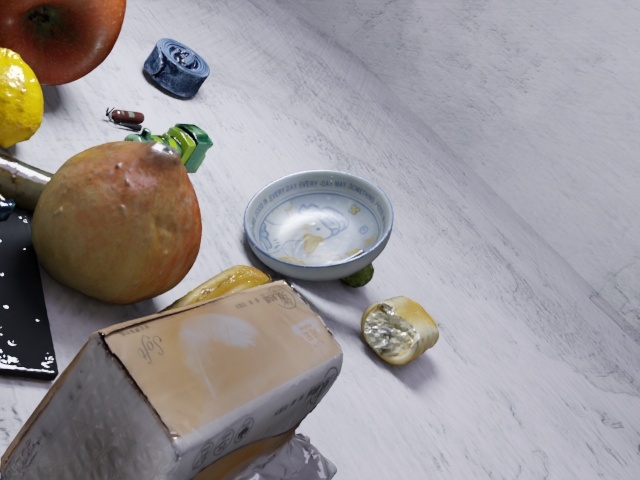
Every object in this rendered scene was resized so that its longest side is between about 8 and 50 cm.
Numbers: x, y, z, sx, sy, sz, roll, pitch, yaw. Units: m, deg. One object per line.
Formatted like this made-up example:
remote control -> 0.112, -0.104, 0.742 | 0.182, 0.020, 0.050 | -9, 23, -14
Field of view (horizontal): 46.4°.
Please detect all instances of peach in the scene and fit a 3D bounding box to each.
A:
peach -> -0.254, -0.031, 0.978 | 0.232, 0.233, 0.232 | 29, 23, -14

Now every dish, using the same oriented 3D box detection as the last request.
dish -> 0.000, 0.000, 1.389 | 0.273, 0.134, 0.273 | -3, 41, 2

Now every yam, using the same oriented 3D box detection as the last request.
yam -> -0.409, -0.074, 1.050 | 0.317, 0.071, 0.067 | 20, 64, -34

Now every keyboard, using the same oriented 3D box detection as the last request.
keyboard -> -0.387, 0.047, 0.905 | 0.100, 0.018, 0.310 | 18, 28, -39

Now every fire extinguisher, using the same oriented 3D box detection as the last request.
fire extinguisher -> -0.381, -0.234, 1.459 | 0.100, 0.032, 0.046 | -9, 83, -60

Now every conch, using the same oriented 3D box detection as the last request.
conch -> 0.068, 0.048, 1.462 | 0.121, 0.074, 0.089 | 30, 48, -81

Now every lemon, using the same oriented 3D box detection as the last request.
lemon -> -0.482, -0.217, 1.138 | 0.114, 0.114, 0.155 | -3, 86, -56

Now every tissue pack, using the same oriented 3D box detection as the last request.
tissue pack -> -0.108, 0.198, 0.748 | 0.238, 0.239, 0.305 | 43, 23, 17

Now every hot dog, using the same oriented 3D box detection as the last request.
hot dog -> -0.157, 0.101, 1.062 | 0.083, 0.068, 0.289 | 18, 22, 18

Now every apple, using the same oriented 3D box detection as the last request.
apple -> -0.504, -0.436, 1.272 | 0.348, 0.348, 0.277 | 11, 40, -45

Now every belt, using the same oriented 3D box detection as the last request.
belt -> -0.342, -0.407, 1.773 | 0.141, 0.082, 0.190 | 33, 22, -13

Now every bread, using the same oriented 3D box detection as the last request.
bread -> 0.144, 0.161, 1.337 | 0.119, 0.084, 0.177 | 46, 24, 20

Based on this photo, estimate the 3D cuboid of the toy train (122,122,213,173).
toy train -> -0.283, -0.138, 1.264 | 0.083, 0.132, 0.200 | 40, 21, 14

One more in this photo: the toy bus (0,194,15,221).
toy bus -> -0.499, -0.082, 0.776 | 0.323, 0.194, 0.162 | 45, 25, 14
